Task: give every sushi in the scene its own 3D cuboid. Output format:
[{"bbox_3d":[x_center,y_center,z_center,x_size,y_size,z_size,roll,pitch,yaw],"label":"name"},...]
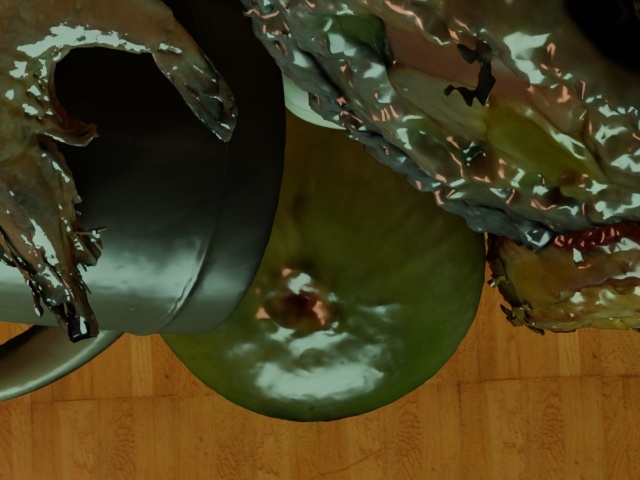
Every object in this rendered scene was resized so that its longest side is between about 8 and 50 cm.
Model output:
[{"bbox_3d":[0.094,-0.129,0.719,0.238,0.219,0.225,28,163,51],"label":"sushi"}]

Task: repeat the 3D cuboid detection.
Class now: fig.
[{"bbox_3d":[0.000,0.000,1.561,0.316,0.316,0.316,-3,175,0],"label":"fig"}]

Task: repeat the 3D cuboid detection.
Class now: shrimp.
[{"bbox_3d":[-0.114,-0.044,0.934,0.152,0.219,0.046,-9,-147,1],"label":"shrimp"}]

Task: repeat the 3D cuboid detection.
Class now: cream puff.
[{"bbox_3d":[0.300,-0.034,1.547,0.350,0.228,0.350,-2,173,0],"label":"cream puff"}]

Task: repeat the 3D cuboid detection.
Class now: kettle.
[{"bbox_3d":[-0.227,-0.029,1.074,0.324,0.321,0.228,5,-147,-27],"label":"kettle"}]

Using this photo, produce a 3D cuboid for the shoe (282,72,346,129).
[{"bbox_3d":[0.083,-0.137,1.127,0.265,0.095,0.110,-10,167,18],"label":"shoe"}]
